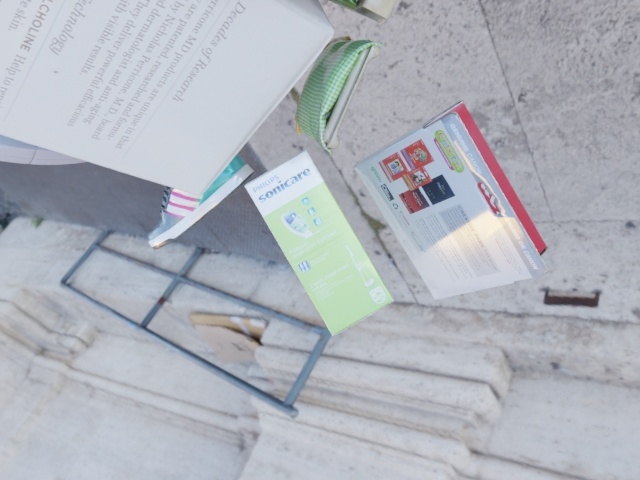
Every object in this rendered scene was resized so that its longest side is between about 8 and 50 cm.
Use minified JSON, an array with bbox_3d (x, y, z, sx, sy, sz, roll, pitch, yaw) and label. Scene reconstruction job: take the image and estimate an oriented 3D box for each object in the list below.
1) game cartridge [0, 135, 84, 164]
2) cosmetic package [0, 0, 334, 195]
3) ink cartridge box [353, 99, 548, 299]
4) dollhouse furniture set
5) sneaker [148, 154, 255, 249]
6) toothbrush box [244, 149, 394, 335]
[{"bbox_3d":[-0.452,-0.232,0.995,0.062,0.297,0.198,-39,78,40],"label":"game cartridge"},{"bbox_3d":[-0.266,-0.322,0.739,0.394,0.329,0.327,16,131,-41],"label":"cosmetic package"},{"bbox_3d":[0.251,-0.070,1.013,0.309,0.130,0.272,58,147,-6],"label":"ink cartridge box"},{"bbox_3d":[-0.004,-0.300,0.805,0.151,0.301,0.197,21,-168,-15],"label":"dollhouse furniture set"},{"bbox_3d":[-0.296,-0.118,1.172,0.295,0.124,0.178,-36,99,23],"label":"sneaker"},{"bbox_3d":[0.000,0.000,0.997,0.283,0.122,0.206,61,-178,-3],"label":"toothbrush box"}]
